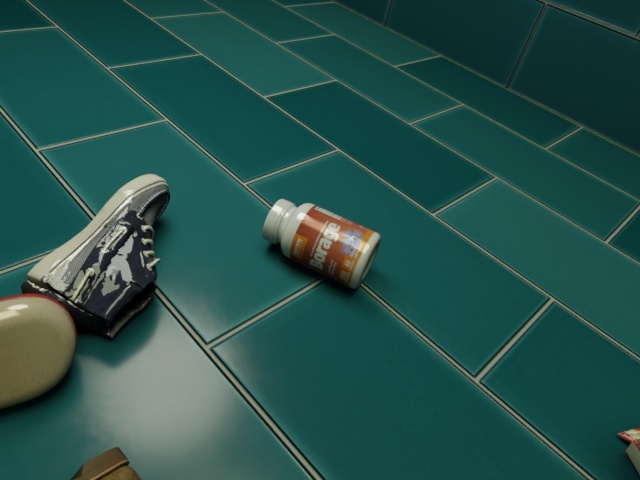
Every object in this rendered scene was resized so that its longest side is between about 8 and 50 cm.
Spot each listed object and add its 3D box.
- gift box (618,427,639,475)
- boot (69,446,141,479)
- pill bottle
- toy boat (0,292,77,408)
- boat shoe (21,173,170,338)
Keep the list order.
[{"bbox_3d":[0.592,0.334,0.664,0.277,0.258,0.255,-8,44,4],"label":"gift box"},{"bbox_3d":[-0.264,0.312,0.465,0.115,0.112,0.305,43,10,12],"label":"boot"},{"bbox_3d":[0.000,0.000,0.963,0.216,0.121,0.121,24,42,12],"label":"pill bottle"},{"bbox_3d":[-0.467,0.149,0.671,0.231,0.150,0.151,-12,18,-27],"label":"toy boat"},{"bbox_3d":[-0.333,0.023,0.857,0.158,0.127,0.340,27,50,4],"label":"boat shoe"}]
